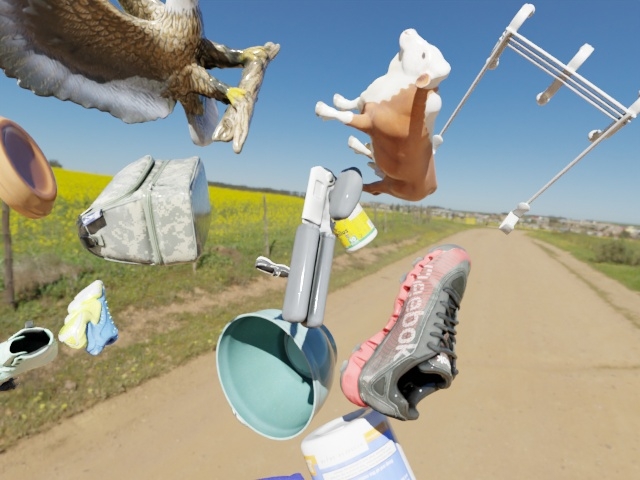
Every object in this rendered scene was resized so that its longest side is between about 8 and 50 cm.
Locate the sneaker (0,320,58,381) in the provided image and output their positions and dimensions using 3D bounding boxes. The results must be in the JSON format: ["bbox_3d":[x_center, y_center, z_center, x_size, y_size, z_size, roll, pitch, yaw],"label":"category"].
[{"bbox_3d":[-0.698,0.252,0.909,0.255,0.094,0.151,-20,-17,-39],"label":"sneaker"}]

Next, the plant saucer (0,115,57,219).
[{"bbox_3d":[-0.537,-0.135,0.773,0.037,0.200,0.200,-23,9,-6],"label":"plant saucer"}]

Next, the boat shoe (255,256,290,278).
[{"bbox_3d":[-0.142,0.092,1.328,0.125,0.046,0.038,27,38,-9],"label":"boat shoe"}]

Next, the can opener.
[{"bbox_3d":[0.000,0.000,0.706,0.074,0.281,0.093,26,-22,-36],"label":"can opener"}]

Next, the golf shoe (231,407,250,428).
[{"bbox_3d":[-0.277,0.526,1.512,0.105,0.120,0.273,-22,56,-26],"label":"golf shoe"}]

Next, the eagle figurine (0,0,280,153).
[{"bbox_3d":[-0.201,-0.247,0.502,0.298,0.225,0.226,22,15,-17],"label":"eagle figurine"}]

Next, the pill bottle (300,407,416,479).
[{"bbox_3d":[0.087,0.415,0.670,0.152,0.272,0.152,-22,-15,-6],"label":"pill bottle"}]

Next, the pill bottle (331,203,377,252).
[{"bbox_3d":[0.073,-0.077,1.336,0.117,0.209,0.117,-34,9,6],"label":"pill bottle"}]

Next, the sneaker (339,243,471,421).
[{"bbox_3d":[0.148,0.127,0.598,0.098,0.276,0.135,46,-16,-33],"label":"sneaker"}]

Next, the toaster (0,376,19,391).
[{"bbox_3d":[-0.590,0.183,0.638,0.226,0.147,0.129,-8,-4,-37],"label":"toaster"}]

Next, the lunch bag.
[{"bbox_3d":[-0.418,-0.076,1.063,0.255,0.213,0.305,-5,30,-5],"label":"lunch bag"}]

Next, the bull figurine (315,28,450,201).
[{"bbox_3d":[0.109,-0.172,0.686,0.188,0.101,0.311,13,-31,25],"label":"bull figurine"}]

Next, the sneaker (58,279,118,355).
[{"bbox_3d":[-0.585,0.208,1.120,0.091,0.126,0.240,-32,29,9],"label":"sneaker"}]

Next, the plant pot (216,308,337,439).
[{"bbox_3d":[-0.079,0.293,1.048,0.292,0.294,0.196,8,12,32],"label":"plant pot"}]

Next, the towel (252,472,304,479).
[{"bbox_3d":[-0.174,0.710,1.068,0.307,0.077,0.228,-6,24,-11],"label":"towel"}]

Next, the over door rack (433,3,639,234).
[{"bbox_3d":[0.351,-0.201,0.765,0.239,0.324,0.108,41,50,10],"label":"over door rack"}]
